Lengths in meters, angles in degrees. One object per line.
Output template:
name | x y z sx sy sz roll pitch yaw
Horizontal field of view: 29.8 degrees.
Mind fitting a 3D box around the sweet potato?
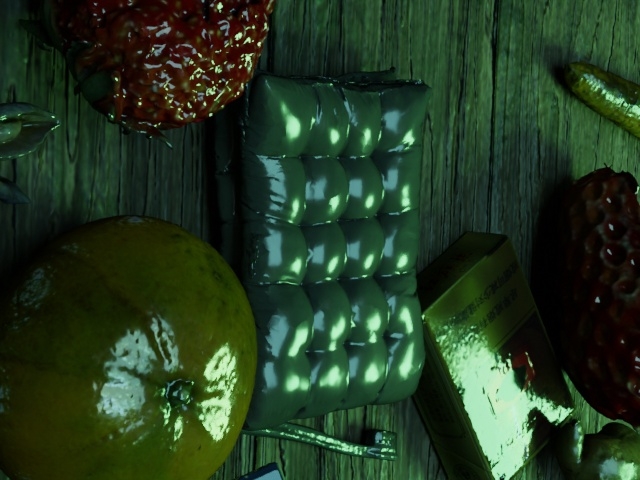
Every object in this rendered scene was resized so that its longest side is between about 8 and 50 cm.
sweet potato | 0.342 0.281 1.400 0.124 0.098 0.310 -58 144 -28

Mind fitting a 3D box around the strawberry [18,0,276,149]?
strawberry | -0.101 -0.178 0.947 0.228 0.098 0.174 -24 72 -29

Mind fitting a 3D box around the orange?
orange | -0.151 0.099 0.939 0.240 0.171 0.240 -2 93 -39

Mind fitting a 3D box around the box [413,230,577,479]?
box | 0.172 0.130 1.282 0.159 0.071 0.240 -39 117 -32

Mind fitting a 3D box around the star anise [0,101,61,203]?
star anise | -0.296 -0.084 0.865 0.212 0.073 0.197 -38 121 -34

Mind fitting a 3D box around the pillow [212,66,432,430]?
pillow | 0.000 0.000 1.106 0.228 0.101 0.326 -4 99 -41

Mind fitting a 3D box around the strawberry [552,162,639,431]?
strawberry | 0.326 0.084 1.331 0.150 0.253 0.280 -22 109 5

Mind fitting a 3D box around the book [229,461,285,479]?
book | -0.140 0.334 0.920 0.322 0.018 0.228 -21 97 -17

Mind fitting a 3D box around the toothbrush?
toothbrush | -0.032 0.179 1.140 0.297 0.030 0.031 17 75 -40

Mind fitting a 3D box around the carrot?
carrot | 0.389 -0.147 1.443 0.314 0.066 0.066 21 81 -36
